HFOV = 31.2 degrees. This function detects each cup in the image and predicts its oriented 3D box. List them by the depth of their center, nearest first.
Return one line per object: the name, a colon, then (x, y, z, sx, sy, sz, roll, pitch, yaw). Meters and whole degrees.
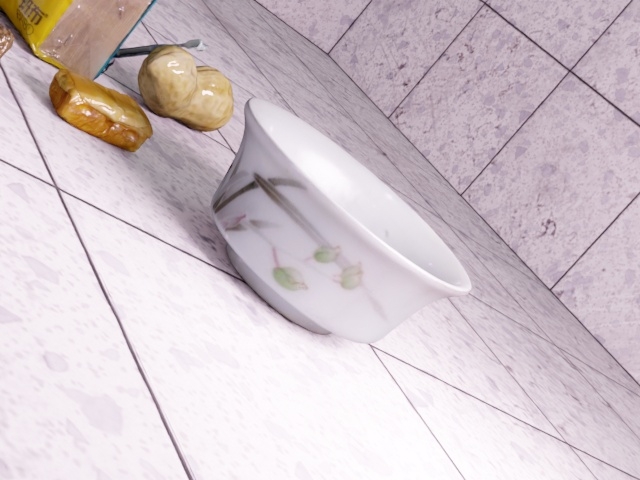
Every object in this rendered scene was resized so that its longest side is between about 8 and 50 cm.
cup: (0.000, 0.000, 1.376, 0.347, 0.163, 0.347, 39, 12, -10)

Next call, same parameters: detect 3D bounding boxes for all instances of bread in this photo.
bread: (-0.266, -0.157, 1.386, 0.132, 0.053, 0.074, 27, 18, -40)

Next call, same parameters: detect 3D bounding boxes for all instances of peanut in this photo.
peanut: (-0.200, -0.223, 1.701, 0.098, 0.103, 0.229, 34, 6, 25)

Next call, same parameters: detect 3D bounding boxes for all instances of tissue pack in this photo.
tissue pack: (-0.356, -0.375, 1.551, 0.271, 0.192, 0.134, 48, 13, 34)

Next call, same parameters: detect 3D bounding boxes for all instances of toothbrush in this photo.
toothbrush: (-0.244, -0.287, 1.713, 0.219, 0.016, 0.019, 3, -8, 43)

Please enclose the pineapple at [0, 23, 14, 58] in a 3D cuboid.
pineapple: (-0.404, -0.244, 1.272, 0.124, 0.058, 0.058, 37, 13, -13)
